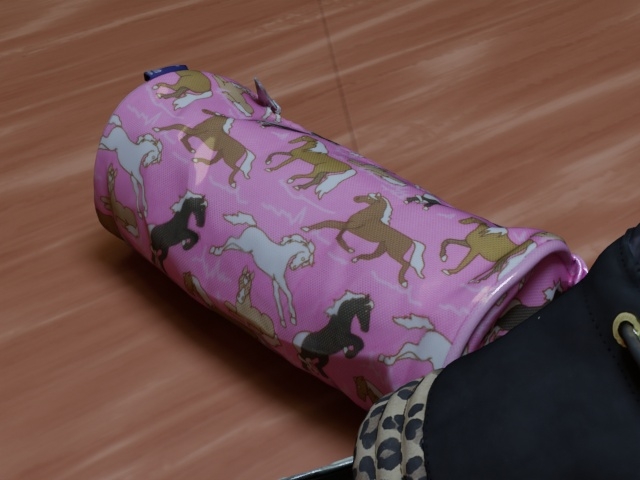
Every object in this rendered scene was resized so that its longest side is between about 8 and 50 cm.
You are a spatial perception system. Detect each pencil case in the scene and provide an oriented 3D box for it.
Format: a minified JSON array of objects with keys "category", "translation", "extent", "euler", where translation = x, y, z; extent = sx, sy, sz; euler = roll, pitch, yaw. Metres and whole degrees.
[{"category":"pencil case","translation":[0.000,0.000,0.746],"extent":[0.386,0.167,0.160],"euler":[32,16,36]}]

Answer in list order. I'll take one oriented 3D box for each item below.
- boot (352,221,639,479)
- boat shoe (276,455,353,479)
[{"category":"boot","translation":[0.171,0.172,0.440],"extent":[0.138,0.284,0.377],"euler":[0,62,-45]},{"category":"boat shoe","translation":[-0.027,0.171,0.583],"extent":[0.219,0.070,0.078],"euler":[-19,40,-22]}]
